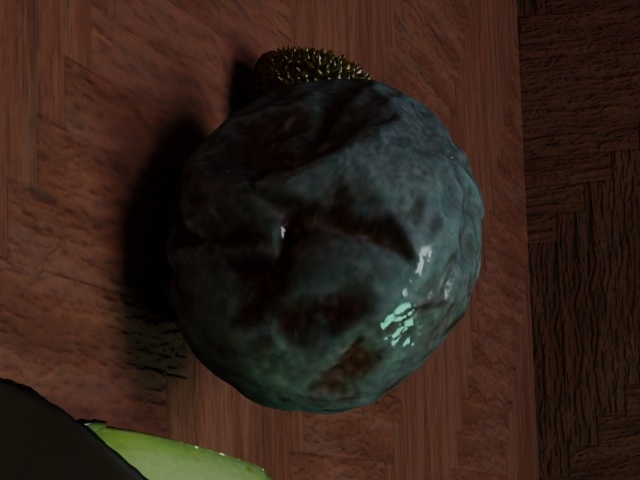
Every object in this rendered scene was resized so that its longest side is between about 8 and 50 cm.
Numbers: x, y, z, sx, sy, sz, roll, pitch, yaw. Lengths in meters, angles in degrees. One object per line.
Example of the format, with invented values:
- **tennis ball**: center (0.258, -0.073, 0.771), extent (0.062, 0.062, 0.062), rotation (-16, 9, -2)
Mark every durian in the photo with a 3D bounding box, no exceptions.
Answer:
- **durian**: center (-0.003, -0.098, 1.766), extent (0.168, 0.137, 0.158), rotation (61, 3, -25)

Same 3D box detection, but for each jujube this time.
- **jujube**: center (0.004, 0.008, 1.513), extent (0.308, 0.246, 0.215), rotation (-54, 138, -59)

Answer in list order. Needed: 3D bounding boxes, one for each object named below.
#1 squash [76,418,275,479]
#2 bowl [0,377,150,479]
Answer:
- **squash**: center (-0.089, 0.220, 1.260), extent (0.155, 0.204, 0.237), rotation (104, -23, -51)
- **bowl**: center (-0.115, 0.256, 0.937), extent (0.185, 0.354, 0.354), rotation (-41, 140, -20)
